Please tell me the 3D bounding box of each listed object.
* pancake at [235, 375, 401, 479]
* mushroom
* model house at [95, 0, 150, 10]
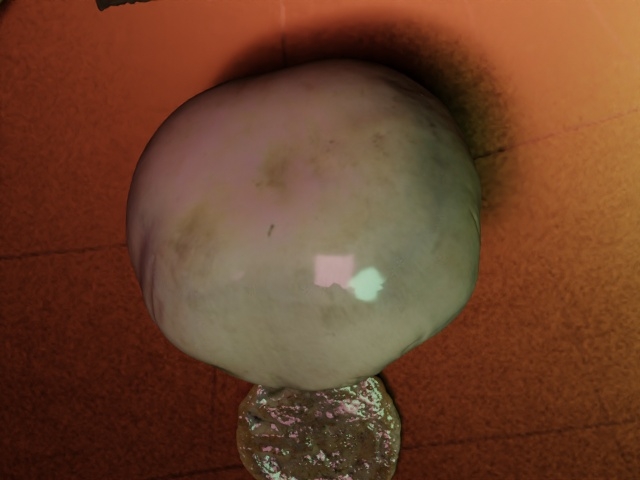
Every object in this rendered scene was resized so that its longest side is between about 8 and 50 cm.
[{"bbox_3d":[-0.002,0.152,1.436,0.139,0.022,0.139,5,112,12],"label":"pancake"},{"bbox_3d":[0.000,0.000,1.297,0.254,0.234,0.260,-42,55,-5],"label":"mushroom"},{"bbox_3d":[-0.156,-0.256,1.214,0.243,0.211,0.204,-14,105,13],"label":"model house"}]
